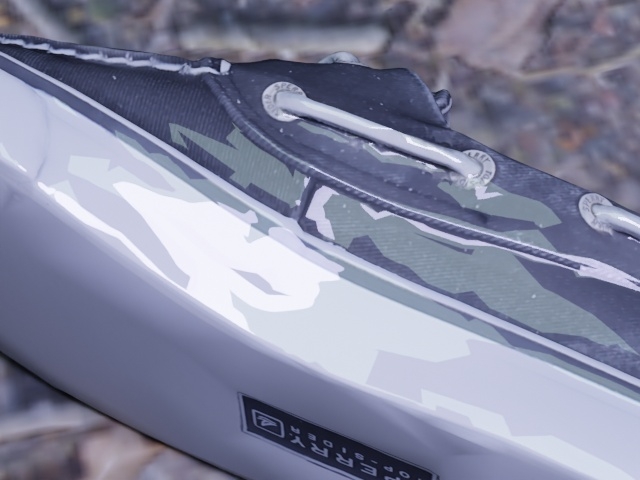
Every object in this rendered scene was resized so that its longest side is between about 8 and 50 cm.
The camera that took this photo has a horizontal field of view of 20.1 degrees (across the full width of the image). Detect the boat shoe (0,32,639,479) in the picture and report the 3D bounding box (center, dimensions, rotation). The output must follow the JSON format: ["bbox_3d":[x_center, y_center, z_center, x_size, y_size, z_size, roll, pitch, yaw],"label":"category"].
[{"bbox_3d":[0.000,0.000,0.476,0.301,0.108,0.102,23,59,15],"label":"boat shoe"}]
